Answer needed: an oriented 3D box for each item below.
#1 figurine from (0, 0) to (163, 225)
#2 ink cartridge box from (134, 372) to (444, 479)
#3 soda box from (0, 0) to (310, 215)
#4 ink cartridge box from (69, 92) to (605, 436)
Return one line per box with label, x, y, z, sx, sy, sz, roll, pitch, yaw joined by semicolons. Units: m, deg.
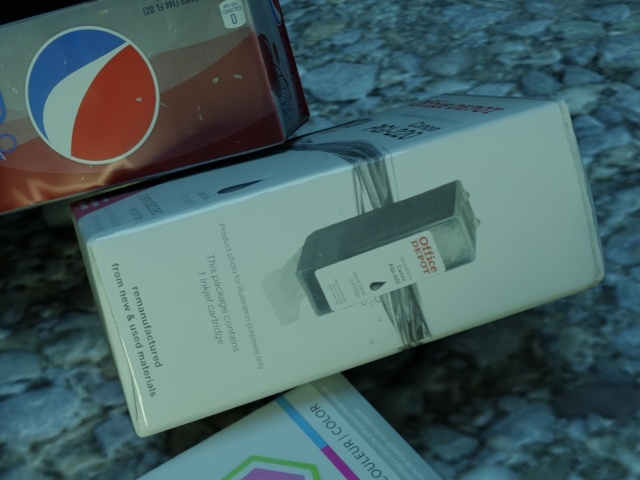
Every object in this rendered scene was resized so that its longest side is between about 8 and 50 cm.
figurine;-0.209;-0.093;0.749;0.209;0.092;0.215;-12;61;6
ink cartridge box;-0.046;0.148;0.487;0.209;0.062;0.109;-27;45;-21
soda box;-0.145;-0.065;0.624;0.263;0.092;0.083;-13;11;11
ink cartridge box;0.000;0.000;0.583;0.218;0.092;0.158;-16;11;-12
